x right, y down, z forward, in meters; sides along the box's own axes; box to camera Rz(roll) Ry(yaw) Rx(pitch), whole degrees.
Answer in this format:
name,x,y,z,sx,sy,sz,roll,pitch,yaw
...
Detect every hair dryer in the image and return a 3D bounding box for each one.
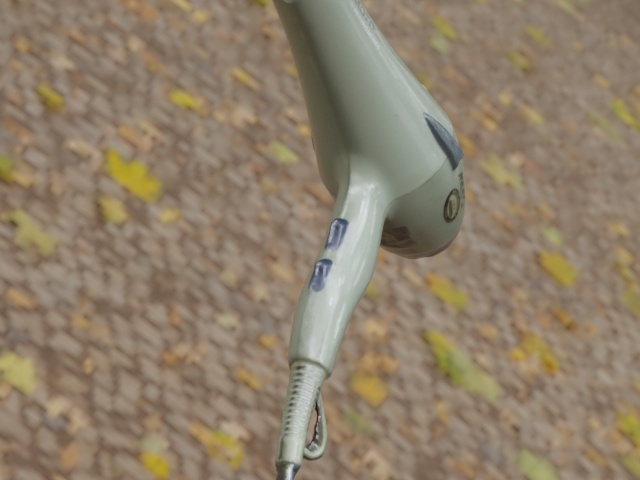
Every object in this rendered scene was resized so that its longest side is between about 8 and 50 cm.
name,x,y,z,sx,sy,sz,roll,pitch,yaw
hair dryer,-0.003,-0.021,0.765,0.199,0.067,0.167,-57,137,-45
